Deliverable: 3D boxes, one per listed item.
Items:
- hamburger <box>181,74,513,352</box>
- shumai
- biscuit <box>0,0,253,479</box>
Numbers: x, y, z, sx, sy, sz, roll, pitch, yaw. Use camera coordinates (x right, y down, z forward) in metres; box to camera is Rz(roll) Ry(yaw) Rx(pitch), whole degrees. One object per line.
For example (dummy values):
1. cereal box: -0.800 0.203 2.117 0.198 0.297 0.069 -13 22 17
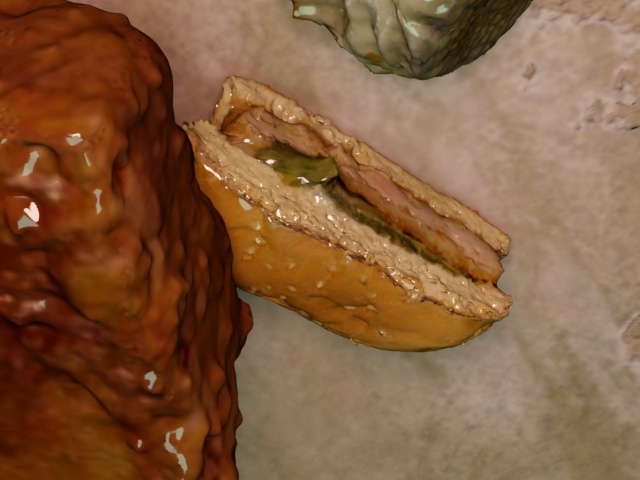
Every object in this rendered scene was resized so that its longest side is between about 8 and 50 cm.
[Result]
1. hamburger: 0.000 0.000 1.272 0.262 0.124 0.131 32 124 -19
2. shumai: 0.065 -0.191 1.154 0.142 0.184 0.184 38 123 10
3. biscuit: -0.225 0.012 1.169 0.343 0.166 0.395 5 137 14
